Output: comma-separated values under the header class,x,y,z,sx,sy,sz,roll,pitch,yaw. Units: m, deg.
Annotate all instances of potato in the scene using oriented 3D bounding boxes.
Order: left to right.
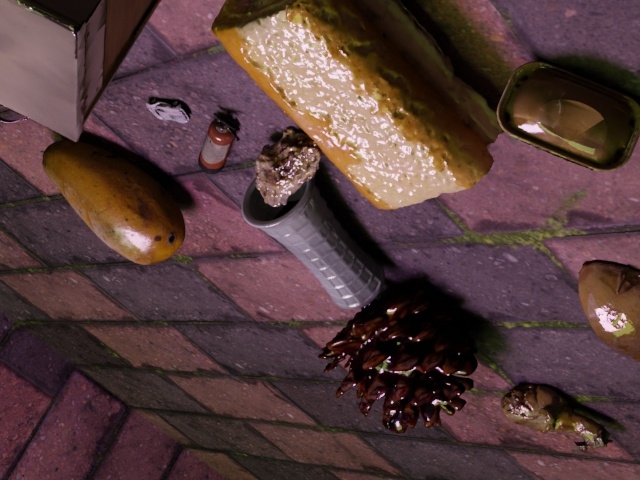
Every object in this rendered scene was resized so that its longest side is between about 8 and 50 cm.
class,x,y,z,sx,sy,sz,roll,pitch,yaw
potato,0.515,0.134,1.845,0.261,0.100,0.120,34,155,-12

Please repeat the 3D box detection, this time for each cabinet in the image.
class,x,y,z,sx,sy,sz,roll,pitch,yaw
cabinet,-0.337,-0.360,1.533,0.227,0.318,0.290,26,156,0

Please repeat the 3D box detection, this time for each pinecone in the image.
class,x,y,z,sx,sy,sz,roll,pitch,yaw
pinecone,0.152,0.230,2.238,0.296,0.242,0.298,37,149,-13

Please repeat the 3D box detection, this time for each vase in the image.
class,x,y,z,sx,sy,sz,roll,pitch,yaw
vase,0.000,0.000,2.098,0.143,0.143,0.299,7,151,39

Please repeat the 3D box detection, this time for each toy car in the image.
class,x,y,z,sx,sy,sz,roll,pitch,yaw
toy car,-0.267,-0.224,2.065,0.093,0.025,0.041,9,148,36

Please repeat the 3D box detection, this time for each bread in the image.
class,x,y,z,sx,sy,sz,roll,pitch,yaw
bread,0.049,-0.209,1.593,0.375,0.165,0.236,43,149,-25

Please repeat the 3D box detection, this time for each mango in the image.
class,x,y,z,sx,sy,sz,roll,pitch,yaw
mango,-0.403,-0.088,2.326,0.329,0.175,0.176,47,132,3

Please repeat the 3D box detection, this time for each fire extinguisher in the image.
class,x,y,z,sx,sy,sz,roll,pitch,yaw
fire extinguisher,-0.172,-0.168,2.043,0.062,0.050,0.177,47,156,5

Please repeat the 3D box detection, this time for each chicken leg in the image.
class,x,y,z,sx,sy,sz,roll,pitch,yaw
chicken leg,0.459,0.344,2.322,0.227,0.088,0.103,21,141,23

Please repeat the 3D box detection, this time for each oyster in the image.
class,x,y,z,sx,sy,sz,roll,pitch,yaw
oyster,-0.054,-0.132,1.944,0.165,0.108,0.053,-35,148,33

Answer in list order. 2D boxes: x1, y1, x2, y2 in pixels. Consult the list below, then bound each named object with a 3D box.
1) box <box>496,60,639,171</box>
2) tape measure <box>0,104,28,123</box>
class,x,y,z,sx,sy,sz,roll,pitch,yaw
box,0.315,-0.154,1.507,0.177,0.111,0.111,23,155,10
tape measure,-0.484,-0.270,2.043,0.104,0.180,0.107,35,161,26
